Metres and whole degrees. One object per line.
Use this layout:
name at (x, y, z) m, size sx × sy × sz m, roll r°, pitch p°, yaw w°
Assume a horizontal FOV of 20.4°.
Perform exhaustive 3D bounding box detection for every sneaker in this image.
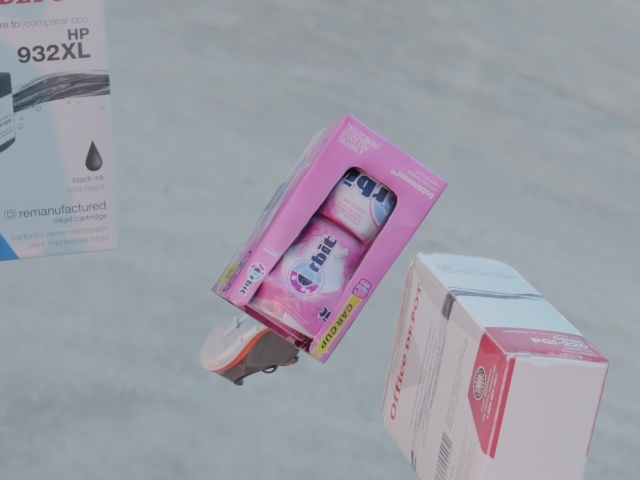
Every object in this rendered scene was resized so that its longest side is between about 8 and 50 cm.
sneaker at (-0.035, 0.082, 1.652) m, size 0.065 × 0.158 × 0.061 m, roll 45°, pitch 24°, yaw -35°

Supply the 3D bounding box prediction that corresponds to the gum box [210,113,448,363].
gum box at (0.000, 0.000, 0.930) m, size 0.062 × 0.107 × 0.188 m, roll 34°, pitch -4°, yaw -4°

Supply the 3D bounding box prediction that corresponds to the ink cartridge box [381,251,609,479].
ink cartridge box at (0.129, 0.119, 1.388) m, size 0.092 × 0.158 × 0.218 m, roll 5°, pitch 18°, yaw -19°

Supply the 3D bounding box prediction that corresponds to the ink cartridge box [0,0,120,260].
ink cartridge box at (-0.328, -0.142, 1.819) m, size 0.223 × 0.307 × 0.129 m, roll -6°, pitch 18°, yaw -12°
